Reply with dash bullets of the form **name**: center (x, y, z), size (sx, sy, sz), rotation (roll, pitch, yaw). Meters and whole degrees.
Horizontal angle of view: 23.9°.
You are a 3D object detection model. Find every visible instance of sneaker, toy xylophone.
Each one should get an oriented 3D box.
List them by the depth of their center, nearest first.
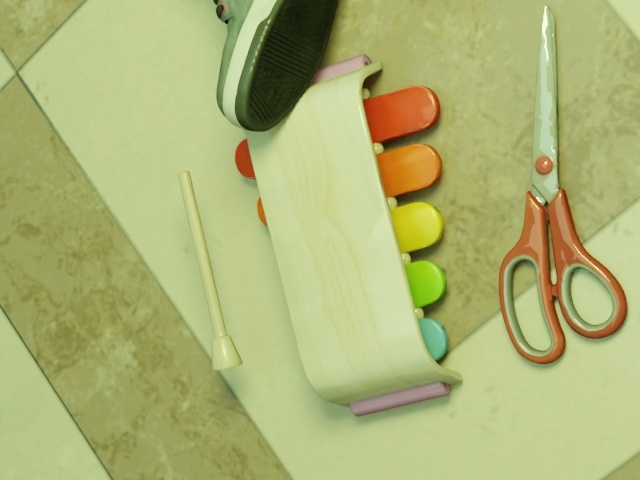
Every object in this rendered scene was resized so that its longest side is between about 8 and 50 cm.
- **sneaker**: center (-0.081, -0.243, 1.332), size (0.178, 0.124, 0.295), rotation (10, 73, 26)
- **toy xylophone**: center (0.000, 0.000, 1.346), size (0.236, 0.081, 0.323), rotation (-7, 88, 26)

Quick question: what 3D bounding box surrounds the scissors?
- **scissors**: center (0.183, -0.045, 1.291), size (0.109, 0.021, 0.297), rotation (-15, 87, 27)
